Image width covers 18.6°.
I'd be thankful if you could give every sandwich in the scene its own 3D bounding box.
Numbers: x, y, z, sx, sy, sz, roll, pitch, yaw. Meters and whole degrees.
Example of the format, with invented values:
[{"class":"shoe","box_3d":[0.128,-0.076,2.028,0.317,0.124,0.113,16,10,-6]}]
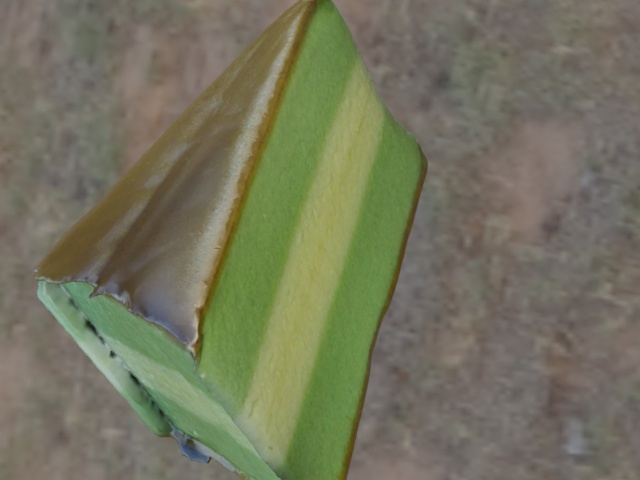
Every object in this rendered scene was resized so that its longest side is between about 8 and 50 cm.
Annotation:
[{"class":"sandwich","box_3d":[0.000,0.000,0.496,0.116,0.074,0.074,-48,34,-19]}]
